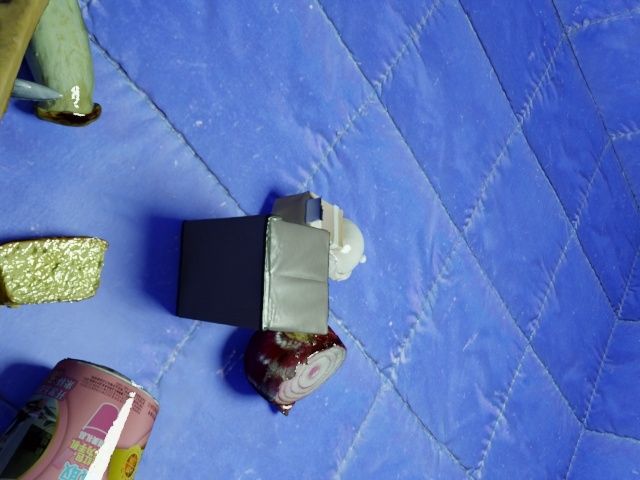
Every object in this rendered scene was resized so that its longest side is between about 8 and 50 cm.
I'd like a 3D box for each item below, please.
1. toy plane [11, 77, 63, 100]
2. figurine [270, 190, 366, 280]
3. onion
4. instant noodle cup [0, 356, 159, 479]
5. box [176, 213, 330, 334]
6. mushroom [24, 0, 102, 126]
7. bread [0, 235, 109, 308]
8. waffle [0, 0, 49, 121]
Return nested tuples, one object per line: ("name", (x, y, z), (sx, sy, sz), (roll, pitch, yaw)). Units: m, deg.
("toy plane", (-0.481, -0.213, 0.788), (0.267, 0.088, 0.212), (9, 82, -24))
("figurine", (0.004, -0.001, 1.230), (0.237, 0.141, 0.162), (34, 43, -48))
("onion", (-0.062, 0.243, 1.159), (0.195, 0.140, 0.218), (-28, 146, -43))
("instant noodle cup", (-0.352, 0.309, 0.829), (0.244, 0.244, 0.255), (46, 52, -32))
("box", (-0.114, 0.058, 1.025), (0.153, 0.252, 0.188), (9, 81, -44))
("mushroom", (-0.401, -0.322, 0.895), (0.100, 0.081, 0.312), (-16, 97, -43))
("bread", (-0.399, 0.044, 0.894), (0.187, 0.065, 0.103), (0, 82, -44))
("waffle", (-0.491, -0.296, 0.717), (0.304, 0.077, 0.348), (19, 61, -22))
